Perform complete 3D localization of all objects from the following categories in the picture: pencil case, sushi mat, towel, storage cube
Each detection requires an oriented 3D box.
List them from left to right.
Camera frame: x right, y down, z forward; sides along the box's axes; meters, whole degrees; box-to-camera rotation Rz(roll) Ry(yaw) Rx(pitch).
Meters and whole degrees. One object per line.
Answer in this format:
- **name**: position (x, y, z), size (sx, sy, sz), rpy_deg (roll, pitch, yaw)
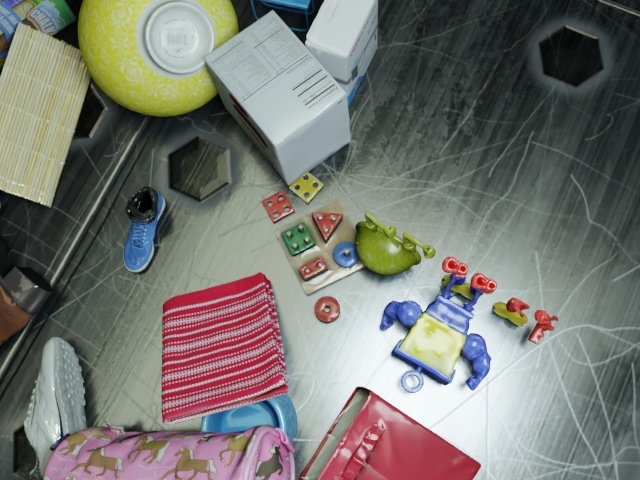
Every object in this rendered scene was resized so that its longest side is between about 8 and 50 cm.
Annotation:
- **sushi mat**: position (-0.526, -0.233, 1.304), size (0.151, 0.019, 0.316), rpy_deg (19, 76, -28)
- **pencil case**: position (-0.223, 0.356, 1.051), size (0.386, 0.160, 0.167), rpy_deg (-6, 87, 25)
- **towel**: position (-0.163, 0.165, 1.148), size (0.199, 0.031, 0.275), rpy_deg (-15, 37, -1)
- **storage cube**: position (0.098, 0.354, 1.082), size (0.193, 0.215, 0.183), rpy_deg (33, 79, 3)

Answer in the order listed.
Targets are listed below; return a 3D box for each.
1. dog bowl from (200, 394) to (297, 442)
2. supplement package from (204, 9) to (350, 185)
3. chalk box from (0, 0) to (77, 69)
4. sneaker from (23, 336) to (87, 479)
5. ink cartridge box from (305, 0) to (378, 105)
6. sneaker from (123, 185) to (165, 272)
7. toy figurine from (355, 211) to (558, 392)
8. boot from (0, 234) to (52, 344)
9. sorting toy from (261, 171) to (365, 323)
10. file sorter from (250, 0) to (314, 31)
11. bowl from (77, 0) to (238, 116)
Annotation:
- **dog bowl**: position (-0.123, 0.373, 1.153), size (0.166, 0.074, 0.297), rpy_deg (0, 76, 3)
- **supplement package**: position (-0.069, -0.241, 1.231), size (0.149, 0.194, 0.203), rpy_deg (-37, 74, -6)
- **chalk box**: position (-0.598, -0.477, 1.326), size (0.289, 0.179, 0.180), rpy_deg (-35, 77, -7)
- **sneaker**: position (-0.454, 0.280, 1.188), size (0.095, 0.090, 0.235), rpy_deg (-12, 75, 10)
- **ink cartridge box**: position (0.041, -0.348, 1.258), size (0.082, 0.190, 0.139), rpy_deg (24, 79, 8)
- **sneaker**: position (-0.321, -0.023, 1.250), size (0.058, 0.084, 0.152), rpy_deg (16, 78, 6)
- **toy figurine**: position (0.169, 0.137, 1.143), size (0.363, 0.191, 0.217), rpy_deg (29, 86, 6)
- **boot**: position (-0.652, 0.115, 1.250), size (0.264, 0.096, 0.280), rpy_deg (42, 89, 3)
- **sorting toy**: position (0.000, 0.000, 1.251), size (0.132, 0.046, 0.274), rpy_deg (-26, 76, -4)
- **file sorter**: position (-0.056, -0.501, 1.343), size (0.118, 0.104, 0.170), rpy_deg (14, 77, 6)
- **bowl**: position (-0.260, -0.351, 1.215), size (0.290, 0.156, 0.289), rpy_deg (-8, 109, -23)
